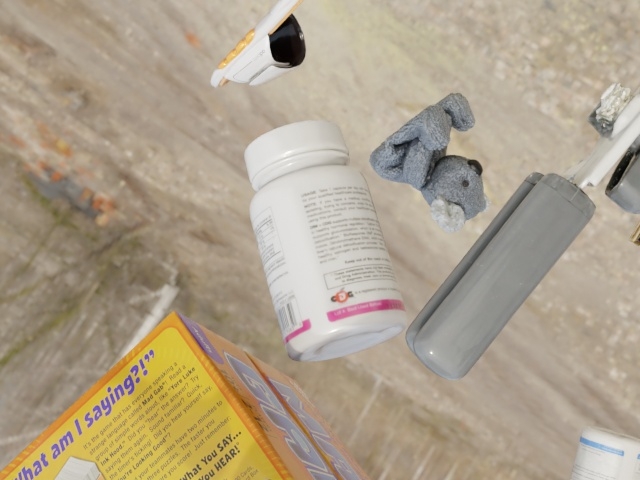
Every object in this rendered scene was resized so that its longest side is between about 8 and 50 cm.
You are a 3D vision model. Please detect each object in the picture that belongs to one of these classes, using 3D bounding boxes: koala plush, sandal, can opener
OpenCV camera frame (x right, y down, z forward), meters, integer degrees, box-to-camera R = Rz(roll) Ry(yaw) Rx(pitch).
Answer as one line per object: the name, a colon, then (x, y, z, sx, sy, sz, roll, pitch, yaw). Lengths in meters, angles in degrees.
koala plush: (0.223, -0.124, 2.070, 0.221, 0.203, 0.196, 54, -149, 0)
sandal: (-0.048, -0.253, 1.411, 0.076, 0.102, 0.265, 44, 137, -8)
can opener: (0.173, -0.011, 0.790, 0.093, 0.280, 0.074, 43, 180, -4)

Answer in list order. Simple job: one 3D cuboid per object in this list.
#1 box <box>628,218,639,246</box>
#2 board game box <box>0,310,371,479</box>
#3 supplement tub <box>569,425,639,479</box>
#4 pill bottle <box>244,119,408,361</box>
box: (0.441, -0.101, 1.301, 0.021, 0.201, 0.164, 36, 149, 17)
board game box: (-0.133, 0.372, 1.360, 0.356, 0.356, 0.356, 50, -176, 31)
supplement tub: (0.284, 0.245, 1.113, 0.071, 0.107, 0.071, 15, 178, 0)
pill bottle: (0.000, 0.000, 1.437, 0.160, 0.160, 0.283, 72, -177, -74)
